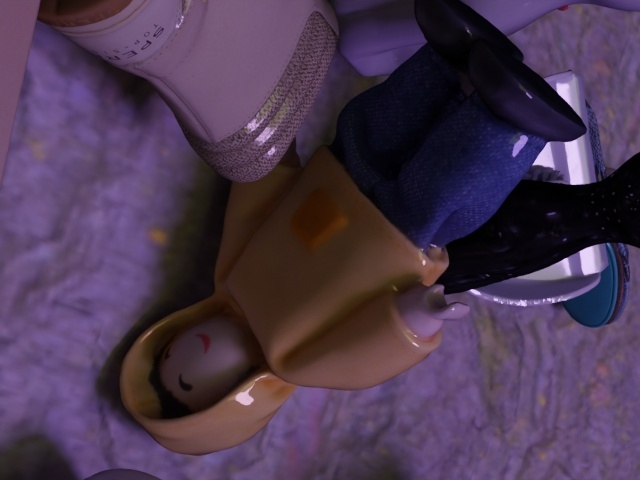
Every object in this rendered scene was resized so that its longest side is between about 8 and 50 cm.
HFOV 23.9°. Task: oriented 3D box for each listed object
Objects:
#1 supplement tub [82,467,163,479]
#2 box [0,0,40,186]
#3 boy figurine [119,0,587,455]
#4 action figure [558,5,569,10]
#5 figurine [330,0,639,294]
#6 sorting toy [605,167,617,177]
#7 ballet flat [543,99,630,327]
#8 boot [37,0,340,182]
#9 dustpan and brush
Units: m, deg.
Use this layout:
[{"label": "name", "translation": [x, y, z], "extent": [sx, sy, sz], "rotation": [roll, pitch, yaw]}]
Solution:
[{"label": "supplement tub", "translation": [-0.133, 0.218, 0.726], "extent": [0.200, 0.144, 0.144], "rotation": [-35, 125, -35]}, {"label": "box", "translation": [-0.202, -0.082, 0.581], "extent": [0.148, 0.121, 0.311], "rotation": [7, 96, -47]}, {"label": "boy figurine", "translation": [0.000, 0.000, 0.794], "extent": [0.285, 0.177, 0.092], "rotation": [-45, 146, 18]}, {"label": "action figure", "translation": [0.124, -0.173, 0.972], "extent": [0.115, 0.030, 0.038], "rotation": [4, 104, -45]}, {"label": "figurine", "translation": [0.124, -0.082, 0.827], "extent": [0.092, 0.209, 0.214], "rotation": [-11, 93, -59]}, {"label": "sorting toy", "translation": [0.252, -0.021, 1.115], "extent": [0.083, 0.075, 0.044], "rotation": [11, 93, -47]}, {"label": "ballet flat", "translation": [0.184, -0.025, 1.052], "extent": [0.070, 0.070, 0.188], "rotation": [-44, 131, -29]}, {"label": "boot", "translation": [-0.057, -0.178, 0.727], "extent": [0.203, 0.095, 0.262], "rotation": [44, 45, -60]}, {"label": "dustpan and brush", "translation": [0.087, -0.013, 0.947], "extent": [0.211, 0.060, 0.147], "rotation": [-14, 106, -11]}]
